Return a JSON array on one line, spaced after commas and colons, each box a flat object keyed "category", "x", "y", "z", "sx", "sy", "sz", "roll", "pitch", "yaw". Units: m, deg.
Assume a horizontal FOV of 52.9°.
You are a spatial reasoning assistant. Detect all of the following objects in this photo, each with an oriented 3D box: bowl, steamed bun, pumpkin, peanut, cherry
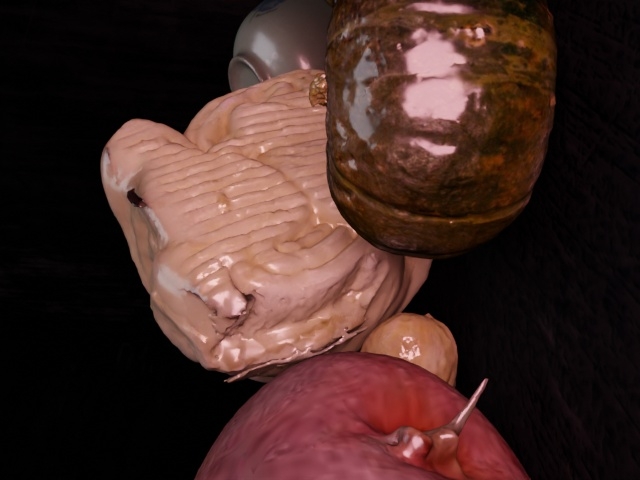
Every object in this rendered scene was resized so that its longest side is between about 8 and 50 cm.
[{"category": "bowl", "x": -0.068, "y": -0.282, "z": 1.123, "sx": 0.289, "sy": 0.146, "sz": 0.289, "roll": 42, "pitch": 147, "yaw": 36}, {"category": "steamed bun", "x": -0.056, "y": 0.004, "z": 0.683, "sx": 0.394, "sy": 0.346, "sz": 0.238, "roll": -68, "pitch": -14, "yaw": -46}, {"category": "pumpkin", "x": 0.070, "y": -0.096, "z": 0.440, "sx": 0.223, "sy": 0.157, "sz": 0.224, "roll": 6, "pitch": -90, "yaw": -86}, {"category": "peanut", "x": 0.069, "y": 0.155, "z": 0.592, "sx": 0.099, "sy": 0.090, "sz": 0.214, "roll": -121, "pitch": 33, "yaw": -55}, {"category": "cherry", "x": 0.014, "y": 0.207, "z": 0.378, "sx": 0.307, "sy": 0.221, "sz": 0.261, "roll": -51, "pitch": 22, "yaw": 12}]

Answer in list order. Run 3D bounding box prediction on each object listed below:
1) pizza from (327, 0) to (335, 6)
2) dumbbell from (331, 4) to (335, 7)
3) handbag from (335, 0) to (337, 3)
[{"category": "pizza", "x": 0.010, "y": -0.540, "z": 1.388, "sx": 0.226, "sy": 0.086, "sz": 0.336, "roll": 113, "pitch": 158, "yaw": -65}, {"category": "dumbbell", "x": 0.023, "y": -0.355, "z": 1.156, "sx": 0.254, "sy": 0.110, "sz": 0.110, "roll": 135, "pitch": 138, "yaw": -71}, {"category": "handbag", "x": 0.061, "y": -0.254, "z": 0.825, "sx": 0.117, "sy": 0.095, "sz": 0.173, "roll": -110, "pitch": 21, "yaw": -63}]
